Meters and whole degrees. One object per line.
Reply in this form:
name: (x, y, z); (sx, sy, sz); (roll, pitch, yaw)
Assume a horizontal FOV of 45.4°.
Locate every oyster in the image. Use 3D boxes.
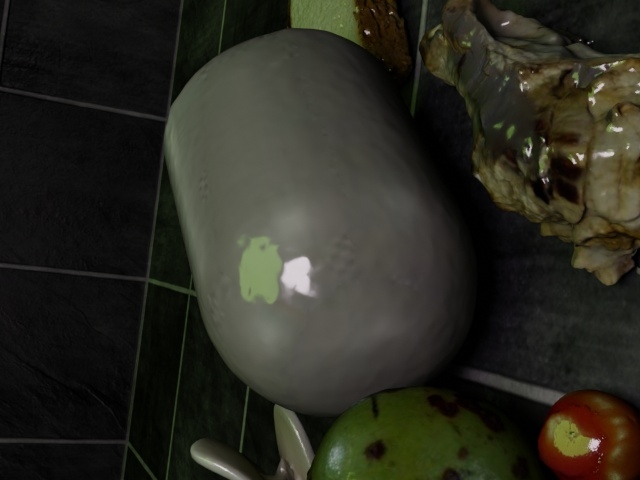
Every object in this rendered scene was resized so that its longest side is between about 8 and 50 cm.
oyster: (0.201, -0.128, 0.677); (0.198, 0.133, 0.337); (-54, 40, 33)

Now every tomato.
tomato: (0.218, 0.163, 0.617); (0.087, 0.075, 0.087); (-31, 54, 55)

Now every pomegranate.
pomegranate: (0.076, 0.250, 0.631); (0.242, 0.306, 0.243); (5, 101, 27)

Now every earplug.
earplug: (0.000, 0.000, 0.862); (0.313, 0.312, 0.394); (-62, 33, 38)

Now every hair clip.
hair clip: (-0.019, 0.296, 0.858); (0.113, 0.282, 0.172); (-40, 22, -13)

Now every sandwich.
sandwich: (0.032, -0.325, 1.143); (0.271, 0.099, 0.301); (145, 126, -64)
